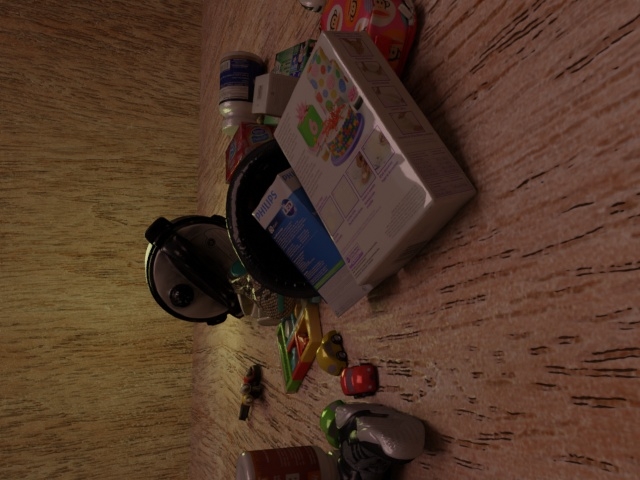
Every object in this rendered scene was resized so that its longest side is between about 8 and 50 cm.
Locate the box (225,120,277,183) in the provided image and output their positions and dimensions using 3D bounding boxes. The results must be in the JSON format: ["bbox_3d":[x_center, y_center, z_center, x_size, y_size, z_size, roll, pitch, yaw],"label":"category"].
[{"bbox_3d":[-0.223,-0.273,1.772,0.257,0.128,0.123,146,124,-65],"label":"box"}]

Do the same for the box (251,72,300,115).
[{"bbox_3d":[-0.062,-0.333,1.295,0.130,0.170,0.091,-150,66,-67],"label":"box"}]

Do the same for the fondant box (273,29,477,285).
[{"bbox_3d":[0.066,-0.130,0.876,0.330,0.096,0.238,60,144,19],"label":"fondant box"}]

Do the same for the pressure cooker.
[{"bbox_3d":[-0.417,0.097,1.900,0.420,0.369,0.376,-169,79,-73],"label":"pressure cooker"}]

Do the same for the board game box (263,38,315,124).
[{"bbox_3d":[-0.082,-0.422,1.514,0.317,0.046,0.214,-149,68,-67],"label":"board game box"}]

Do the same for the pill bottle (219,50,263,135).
[{"bbox_3d":[-0.278,-0.508,1.916,0.153,0.153,0.265,168,104,-69],"label":"pill bottle"}]

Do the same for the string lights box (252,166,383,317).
[{"bbox_3d":[0.000,0.000,1.007,0.260,0.076,0.133,51,139,7],"label":"string lights box"}]

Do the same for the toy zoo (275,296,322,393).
[{"bbox_3d":[-0.055,0.233,1.394,0.293,0.030,0.192,113,152,-43],"label":"toy zoo"}]

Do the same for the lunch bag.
[{"bbox_3d":[0.069,-0.317,1.020,0.258,0.120,0.293,-118,37,-53],"label":"lunch bag"}]

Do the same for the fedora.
[{"bbox_3d":[-0.036,-0.051,1.162,0.152,0.333,0.334,-16,-68,-74],"label":"fedora"}]

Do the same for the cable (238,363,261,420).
[{"bbox_3d":[-0.251,0.505,1.817,0.287,0.072,0.140,122,150,-53],"label":"cable"}]

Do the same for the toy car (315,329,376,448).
[{"bbox_3d":[0.033,0.320,1.117,0.239,0.053,0.225,-149,64,-67],"label":"toy car"}]

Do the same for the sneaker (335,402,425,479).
[{"bbox_3d":[0.095,0.358,0.892,0.268,0.101,0.153,155,116,-73],"label":"sneaker"}]

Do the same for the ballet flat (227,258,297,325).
[{"bbox_3d":[-0.160,0.138,1.481,0.483,0.163,0.182,180,86,-75],"label":"ballet flat"}]

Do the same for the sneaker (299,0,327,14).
[{"bbox_3d":[-0.012,-0.677,1.339,0.281,0.106,0.163,60,137,40],"label":"sneaker"}]

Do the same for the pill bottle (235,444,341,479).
[{"bbox_3d":[-0.053,0.476,1.094,0.121,0.216,0.121,-178,90,-69],"label":"pill bottle"}]
